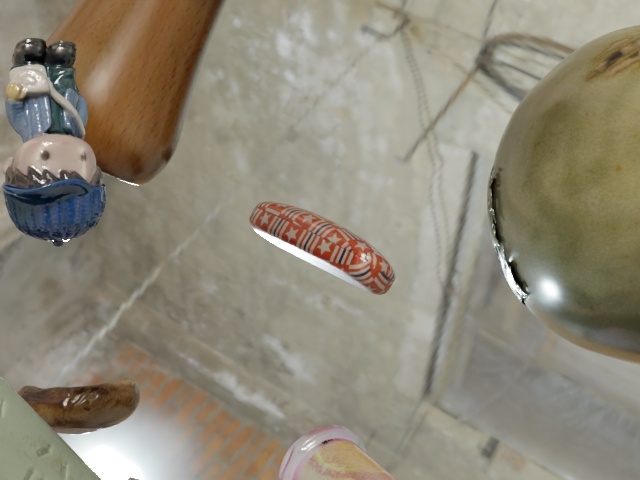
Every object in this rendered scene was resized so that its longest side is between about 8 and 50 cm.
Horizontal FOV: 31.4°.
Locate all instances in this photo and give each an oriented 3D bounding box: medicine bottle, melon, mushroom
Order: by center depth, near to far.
[{"bbox_3d":[0.263,-0.034,0.905,0.268,0.268,0.330,-60,1,-5],"label":"melon"},{"bbox_3d":[0.105,0.311,1.076,0.108,0.426,0.108,-10,-69,-28],"label":"medicine bottle"},{"bbox_3d":[-0.230,0.158,1.082,0.123,0.123,0.052,15,-113,-70],"label":"mushroom"}]

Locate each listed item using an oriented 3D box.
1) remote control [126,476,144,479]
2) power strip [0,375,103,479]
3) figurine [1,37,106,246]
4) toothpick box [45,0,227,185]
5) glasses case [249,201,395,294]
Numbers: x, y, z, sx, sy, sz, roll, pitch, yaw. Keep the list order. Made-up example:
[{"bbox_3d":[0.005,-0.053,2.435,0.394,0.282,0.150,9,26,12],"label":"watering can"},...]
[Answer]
[{"bbox_3d":[-0.243,0.390,1.321,0.077,0.022,0.245,127,157,-50],"label":"remote control"},{"bbox_3d":[-0.249,0.223,0.865,0.059,0.265,0.193,-27,21,33],"label":"power strip"},{"bbox_3d":[-0.191,-0.065,0.786,0.077,0.136,0.079,0,-26,-33],"label":"figurine"},{"bbox_3d":[-0.152,-0.209,1.025,0.294,0.192,0.192,-61,-19,5],"label":"toothpick box"},{"bbox_3d":[0.000,0.000,1.256,0.049,0.194,0.073,-59,-38,-6],"label":"glasses case"}]
